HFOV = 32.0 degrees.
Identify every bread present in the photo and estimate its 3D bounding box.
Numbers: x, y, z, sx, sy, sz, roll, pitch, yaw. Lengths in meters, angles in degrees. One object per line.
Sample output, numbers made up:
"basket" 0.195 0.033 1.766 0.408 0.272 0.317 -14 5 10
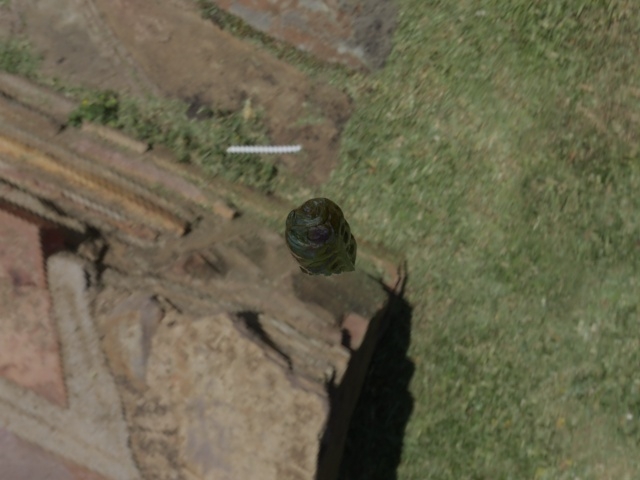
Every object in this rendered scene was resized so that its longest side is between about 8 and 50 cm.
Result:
"bread" 0.000 0.000 1.076 0.060 0.110 0.066 35 80 23
